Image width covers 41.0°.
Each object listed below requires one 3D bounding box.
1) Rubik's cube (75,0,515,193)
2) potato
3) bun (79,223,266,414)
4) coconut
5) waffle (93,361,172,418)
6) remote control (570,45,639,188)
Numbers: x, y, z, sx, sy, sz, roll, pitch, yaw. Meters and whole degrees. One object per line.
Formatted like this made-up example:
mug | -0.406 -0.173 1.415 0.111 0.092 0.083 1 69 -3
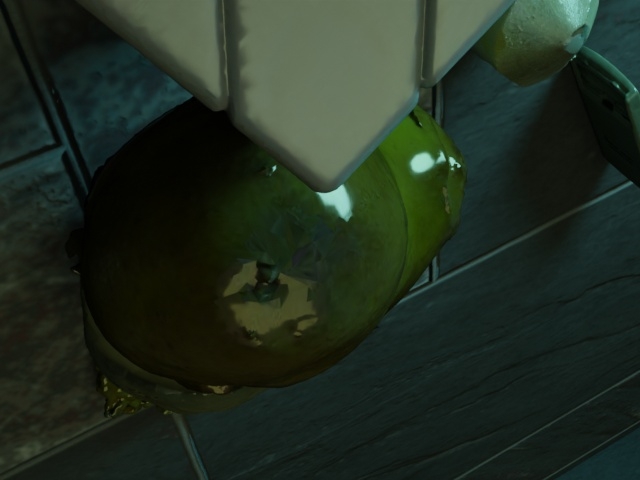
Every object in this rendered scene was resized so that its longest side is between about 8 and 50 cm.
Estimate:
Rubik's cube | -0.035 -0.279 0.498 0.318 0.316 0.322 37 104 -29
potato | 0.000 0.000 0.708 0.396 0.296 0.290 -6 95 -23
bun | -0.132 0.057 0.911 0.259 0.260 0.152 -23 172 -19
coconut | 0.228 -0.251 0.933 0.147 0.153 0.147 -24 142 -20
waffle | -0.164 0.123 1.085 0.254 0.052 0.245 -6 129 -35
remote control | 0.427 -0.164 1.207 0.038 0.123 0.285 -40 140 5
